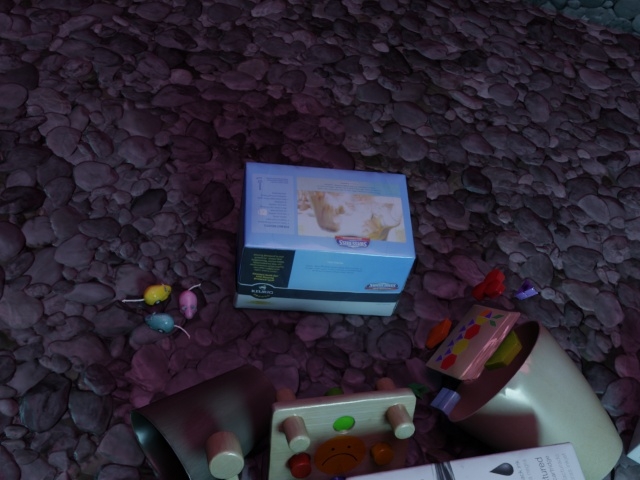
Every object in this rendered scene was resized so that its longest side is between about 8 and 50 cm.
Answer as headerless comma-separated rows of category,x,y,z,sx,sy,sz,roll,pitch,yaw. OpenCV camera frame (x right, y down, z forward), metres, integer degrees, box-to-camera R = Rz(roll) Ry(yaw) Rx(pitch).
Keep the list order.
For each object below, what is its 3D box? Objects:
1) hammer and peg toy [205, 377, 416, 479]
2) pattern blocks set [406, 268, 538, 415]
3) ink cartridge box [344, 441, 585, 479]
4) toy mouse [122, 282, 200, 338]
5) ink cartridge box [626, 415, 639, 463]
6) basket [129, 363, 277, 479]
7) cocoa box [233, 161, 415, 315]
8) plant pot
hammer and peg toy,-0.021,0.378,1.464,0.362,0.265,0.127,-4,33,-13
pattern blocks set,0.303,0.200,1.666,0.325,0.285,0.026,-46,108,-5
ink cartridge box,0.243,0.509,1.343,0.395,0.166,0.285,-6,57,-10
toy mouse,-0.302,0.140,1.717,0.161,0.031,0.143,-22,60,-25
ink cartridge box,0.767,0.408,1.619,0.273,0.198,0.114,29,54,12
basket,-0.194,0.332,1.521,0.227,0.154,0.204,-30,64,-33
cocoa box,0.000,0.000,1.760,0.347,0.228,0.231,4,52,-8
plant pot,0.429,0.336,1.603,0.274,0.256,0.256,42,54,-2
